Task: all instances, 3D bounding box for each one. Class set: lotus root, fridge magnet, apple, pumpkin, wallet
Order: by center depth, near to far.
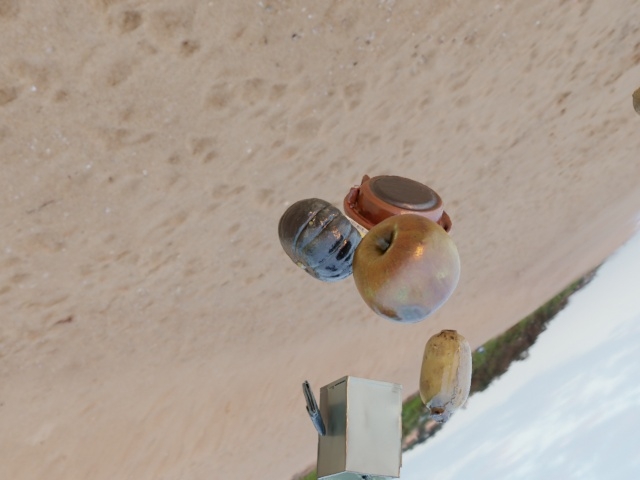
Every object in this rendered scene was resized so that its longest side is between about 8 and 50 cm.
[{"bbox_3d":[0.189,0.063,1.490,0.236,0.207,0.237,-30,-149,20],"label":"apple"},{"bbox_3d":[-0.017,0.375,1.527,0.026,0.088,0.129,-19,142,-4],"label":"wallet"},{"bbox_3d":[0.000,0.000,1.655,0.162,0.220,0.220,-52,167,-9],"label":"pumpkin"},{"bbox_3d":[0.386,0.418,2.137,0.146,0.284,0.160,19,160,-24],"label":"lotus root"},{"bbox_3d":[0.253,-0.097,2.248,0.363,0.363,0.155,-20,133,-45],"label":"fridge magnet"}]

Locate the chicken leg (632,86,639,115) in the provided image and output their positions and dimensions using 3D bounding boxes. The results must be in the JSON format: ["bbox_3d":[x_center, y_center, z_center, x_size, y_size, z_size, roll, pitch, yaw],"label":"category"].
[{"bbox_3d":[0.690,-0.244,1.327,0.085,0.208,0.101,-1,130,-25],"label":"chicken leg"}]

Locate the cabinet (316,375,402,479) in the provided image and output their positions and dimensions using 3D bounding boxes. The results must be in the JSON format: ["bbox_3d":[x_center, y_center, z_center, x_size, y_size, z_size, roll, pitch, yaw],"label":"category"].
[{"bbox_3d":[0.090,0.432,1.562,0.150,0.206,0.145,14,152,-22],"label":"cabinet"}]

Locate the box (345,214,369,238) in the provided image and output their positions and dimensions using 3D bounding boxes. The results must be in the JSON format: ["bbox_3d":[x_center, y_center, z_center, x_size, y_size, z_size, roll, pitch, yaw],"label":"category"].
[{"bbox_3d":[0.142,0.054,2.063,0.152,0.269,0.043,-53,-175,41],"label":"box"}]
